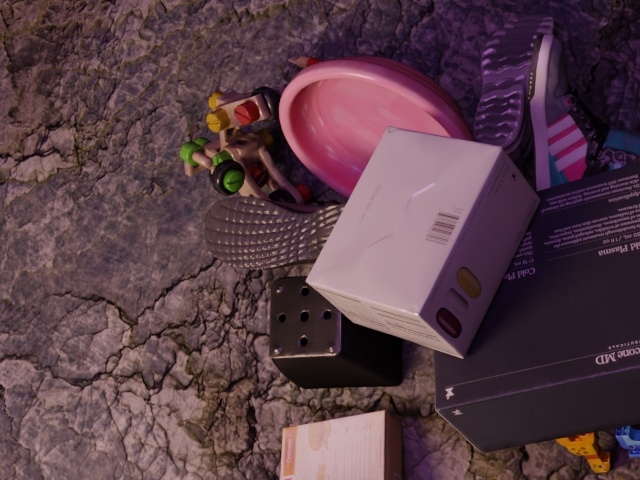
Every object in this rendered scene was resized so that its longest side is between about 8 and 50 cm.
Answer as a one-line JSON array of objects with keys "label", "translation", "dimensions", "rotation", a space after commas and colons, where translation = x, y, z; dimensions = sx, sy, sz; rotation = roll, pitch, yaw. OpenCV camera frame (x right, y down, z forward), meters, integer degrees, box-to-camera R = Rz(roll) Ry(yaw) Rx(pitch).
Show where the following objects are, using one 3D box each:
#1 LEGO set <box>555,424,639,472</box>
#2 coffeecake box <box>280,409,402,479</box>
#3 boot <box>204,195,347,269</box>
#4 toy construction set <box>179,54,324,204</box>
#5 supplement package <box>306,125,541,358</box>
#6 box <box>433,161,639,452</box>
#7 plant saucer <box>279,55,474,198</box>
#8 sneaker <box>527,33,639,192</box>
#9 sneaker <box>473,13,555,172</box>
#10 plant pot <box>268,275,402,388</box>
[{"label": "LEGO set", "translation": [0.416, 0.280, 1.726], "dimensions": [0.227, 0.093, 0.087], "rotation": [-8, 43, 31]}, {"label": "coffeecake box", "translation": [0.032, 0.358, 1.894], "dimensions": [0.185, 0.068, 0.142], "rotation": [-14, 56, 25]}, {"label": "boot", "translation": [0.000, 0.000, 1.935], "dimensions": [0.338, 0.223, 0.118], "rotation": [6, 89, 30]}, {"label": "toy construction set", "translation": [-0.115, -0.198, 2.062], "dimensions": [0.237, 0.257, 0.309], "rotation": [28, 71, 43]}, {"label": "supplement package", "translation": [0.146, -0.001, 1.677], "dimensions": [0.204, 0.145, 0.262], "rotation": [16, 72, 40]}, {"label": "box", "translation": [0.342, 0.101, 1.702], "dimensions": [0.343, 0.179, 0.312], "rotation": [-15, 53, 25]}, {"label": "plant saucer", "translation": [0.099, -0.171, 1.883], "dimensions": [0.332, 0.332, 0.084], "rotation": [8, 55, 29]}, {"label": "sneaker", "translation": [0.402, -0.161, 1.764], "dimensions": [0.178, 0.124, 0.295], "rotation": [0, 117, 19]}, {"label": "sneaker", "translation": [0.308, -0.233, 1.891], "dimensions": [0.105, 0.115, 0.281], "rotation": [4, 60, 32]}, {"label": "plant pot", "translation": [0.012, 0.135, 1.922], "dimensions": [0.187, 0.167, 0.188], "rotation": [-5, 77, 28]}]
